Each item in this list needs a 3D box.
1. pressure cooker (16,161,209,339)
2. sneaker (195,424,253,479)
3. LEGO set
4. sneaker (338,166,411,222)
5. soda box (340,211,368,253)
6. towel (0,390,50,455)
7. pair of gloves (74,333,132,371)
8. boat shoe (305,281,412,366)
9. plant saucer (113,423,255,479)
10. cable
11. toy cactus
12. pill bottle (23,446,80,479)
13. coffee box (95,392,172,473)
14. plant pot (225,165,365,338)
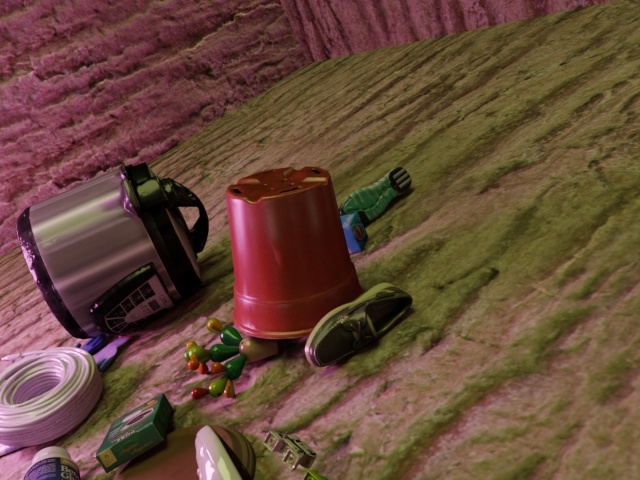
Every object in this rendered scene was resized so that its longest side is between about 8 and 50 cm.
[{"bbox_3d":[-0.481,0.005,1.705,0.420,0.376,0.370,-25,20,-10],"label":"pressure cooker"},{"bbox_3d":[-0.140,0.366,0.913,0.123,0.106,0.290,-34,34,-7],"label":"sneaker"},{"bbox_3d":[0.018,0.340,0.860,0.227,0.093,0.087,32,95,34],"label":"LEGO set"},{"bbox_3d":[0.127,-0.100,1.714,0.223,0.083,0.098,-32,3,-24],"label":"sneaker"},{"bbox_3d":[0.000,0.000,1.610,0.210,0.071,0.067,-13,27,29],"label":"soda box"},{"bbox_3d":[-0.735,0.422,1.534,0.284,0.034,0.209,-21,24,11],"label":"towel"},{"bbox_3d":[-0.554,0.280,1.660,0.198,0.023,0.159,-3,30,41],"label":"pair of gloves"},{"bbox_3d":[0.072,0.148,1.216,0.223,0.080,0.073,-33,19,-27],"label":"boat shoe"},{"bbox_3d":[-0.234,0.389,1.078,0.277,0.041,0.278,-22,25,10],"label":"plant saucer"},{"bbox_3d":[-0.599,0.331,1.466,0.257,0.089,0.257,-12,29,2],"label":"cable"},{"bbox_3d":[-0.170,0.224,1.315,0.180,0.112,0.219,-8,20,-5],"label":"toy cactus"},{"bbox_3d":[-0.455,0.423,1.163,0.094,0.094,0.169,-31,24,-12],"label":"pill bottle"},{"bbox_3d":[-0.327,0.338,1.219,0.113,0.040,0.184,-29,6,-6],"label":"coffee box"},{"bbox_3d":[-0.061,0.008,1.331,0.272,0.265,0.272,-8,20,3],"label":"plant pot"}]
